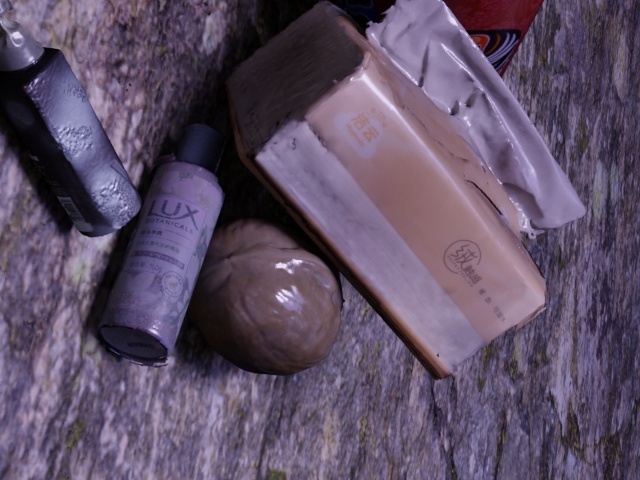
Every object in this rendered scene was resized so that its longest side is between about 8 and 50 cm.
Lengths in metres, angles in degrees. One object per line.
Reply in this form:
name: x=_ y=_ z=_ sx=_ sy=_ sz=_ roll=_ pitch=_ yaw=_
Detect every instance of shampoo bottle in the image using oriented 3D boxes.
shampoo bottle: x=-0.127 y=-0.003 z=1.068 sx=0.072 sy=0.072 sz=0.214 roll=53 pitch=43 yaw=-46
shampoo bottle: x=-0.206 y=-0.095 z=0.941 sx=0.063 sy=0.057 sz=0.208 roll=-56 pitch=133 yaw=-37

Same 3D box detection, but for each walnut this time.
walnut: x=-0.049 y=0.051 z=1.137 sx=0.162 sy=0.140 sz=0.140 roll=63 pitch=35 yaw=-56

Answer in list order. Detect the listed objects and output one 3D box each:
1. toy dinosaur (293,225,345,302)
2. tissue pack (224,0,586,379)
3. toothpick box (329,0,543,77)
toy dinosaur: x=0.000 y=0.000 z=1.311 sx=0.049 sy=0.055 sz=0.154 roll=-27 pitch=103 yaw=-62
tissue pack: x=0.088 y=-0.071 z=1.174 sx=0.305 sy=0.238 sz=0.239 roll=49 pitch=44 yaw=-25
toothpick box: x=0.119 y=-0.257 z=1.240 sx=0.333 sy=0.204 sz=0.204 roll=113 pitch=-6 yaw=-59
